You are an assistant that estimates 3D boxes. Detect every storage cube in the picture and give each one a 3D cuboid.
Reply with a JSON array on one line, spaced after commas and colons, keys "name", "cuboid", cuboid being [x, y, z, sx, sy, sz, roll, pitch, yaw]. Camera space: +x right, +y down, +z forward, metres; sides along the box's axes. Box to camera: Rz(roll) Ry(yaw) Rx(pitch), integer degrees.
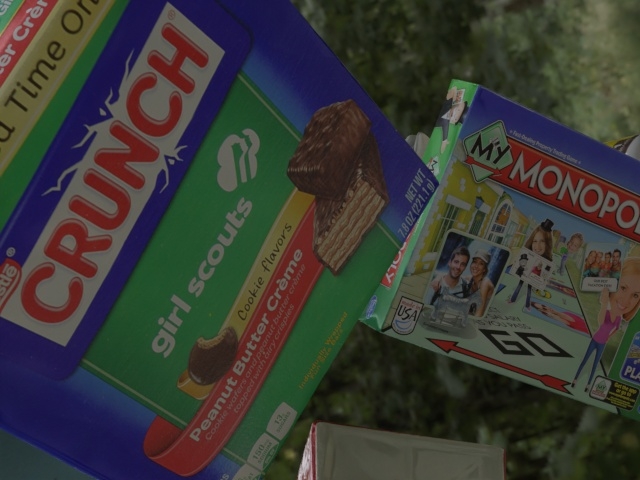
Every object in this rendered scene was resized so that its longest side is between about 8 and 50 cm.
[{"name": "storage cube", "cuboid": [0.061, 0.304, 1.164, 0.184, 0.215, 0.193, -87, 9, -51]}]

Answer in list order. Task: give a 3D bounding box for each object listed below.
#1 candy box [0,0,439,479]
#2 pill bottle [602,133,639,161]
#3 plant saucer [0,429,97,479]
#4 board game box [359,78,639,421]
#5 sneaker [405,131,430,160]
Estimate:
[{"name": "candy box", "cuboid": [-0.100, -0.016, 0.701, 0.122, 0.268, 0.317, 22, 166, 40]}, {"name": "pill bottle", "cuboid": [0.336, -0.057, 1.537, 0.117, 0.215, 0.117, 5, -100, -32]}, {"name": "plant saucer", "cuboid": [-0.259, 0.137, 1.124, 0.044, 0.317, 0.318, 102, 157, -61]}, {"name": "board game box", "cuboid": [0.206, 0.019, 1.097, 0.317, 0.213, 0.046, 20, -177, -28]}, {"name": "sneaker", "cuboid": [0.025, -0.038, 1.543, 0.129, 0.297, 0.111, 71, 163, -5]}]
